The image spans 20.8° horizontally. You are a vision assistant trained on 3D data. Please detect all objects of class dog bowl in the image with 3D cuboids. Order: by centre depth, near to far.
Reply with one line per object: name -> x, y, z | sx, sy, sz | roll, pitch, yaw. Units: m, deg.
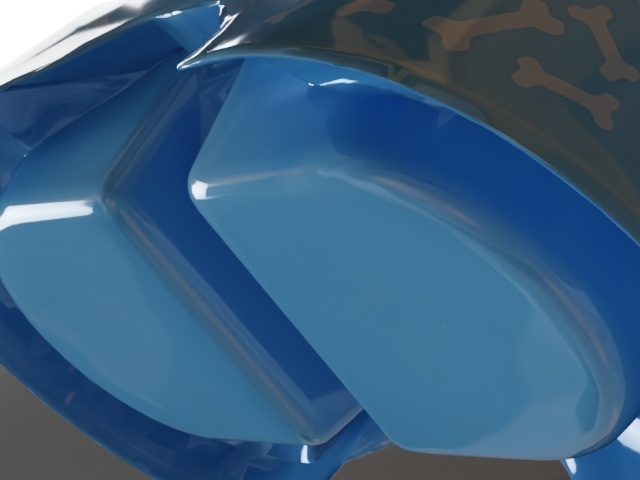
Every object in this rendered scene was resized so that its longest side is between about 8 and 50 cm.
dog bowl -> 0.000, 0.000, 0.461 | 0.297, 0.166, 0.074 | -5, -139, 51
